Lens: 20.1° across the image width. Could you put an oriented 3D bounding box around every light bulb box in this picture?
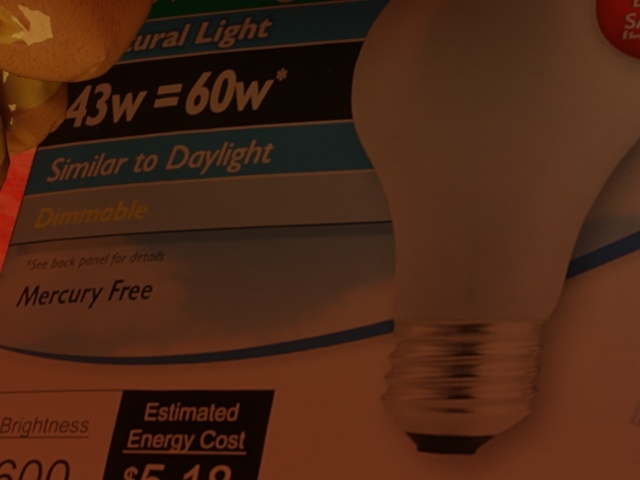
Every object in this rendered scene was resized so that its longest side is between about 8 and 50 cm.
[{"bbox_3d":[0.066,0.019,0.805,0.358,0.361,0.225,-3,150,26],"label":"light bulb box"}]

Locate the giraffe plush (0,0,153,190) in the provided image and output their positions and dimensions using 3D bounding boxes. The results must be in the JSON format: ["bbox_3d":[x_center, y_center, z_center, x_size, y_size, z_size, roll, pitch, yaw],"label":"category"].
[{"bbox_3d":[-0.121,-0.110,0.631,0.170,0.181,0.210,-6,120,33],"label":"giraffe plush"}]
